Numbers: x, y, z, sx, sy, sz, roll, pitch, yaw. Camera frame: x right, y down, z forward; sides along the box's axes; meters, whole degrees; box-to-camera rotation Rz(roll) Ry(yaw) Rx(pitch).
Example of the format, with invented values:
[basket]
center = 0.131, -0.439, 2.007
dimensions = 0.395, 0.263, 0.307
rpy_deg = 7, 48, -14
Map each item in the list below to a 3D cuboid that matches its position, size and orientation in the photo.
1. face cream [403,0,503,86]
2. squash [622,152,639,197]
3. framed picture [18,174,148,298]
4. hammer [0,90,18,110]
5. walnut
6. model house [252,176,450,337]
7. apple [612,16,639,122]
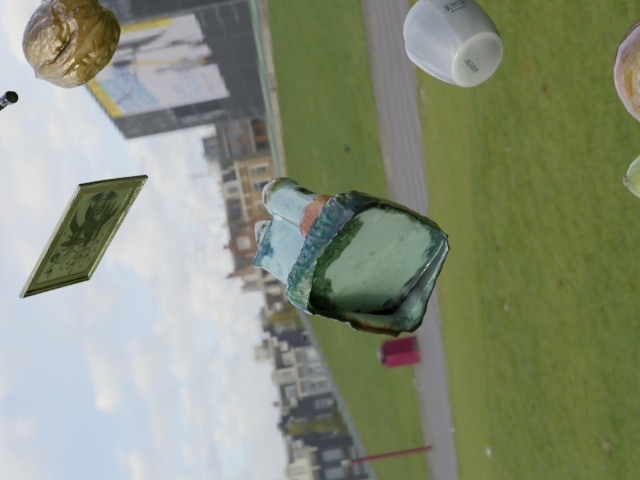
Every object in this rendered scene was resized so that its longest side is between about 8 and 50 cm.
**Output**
[face cream]
center = 0.140, -0.212, 1.025
dimensions = 0.095, 0.091, 0.091
rpy_deg = 52, 162, 42
[squash]
center = 0.619, -0.126, 1.683
dimensions = 0.123, 0.187, 0.123
rpy_deg = 58, -162, -31
[framed picture]
center = -0.379, -0.008, 1.564
dimensions = 0.010, 0.231, 0.173
rpy_deg = 41, -155, 16
[hammer]
center = -0.478, -0.122, 1.286
dimensions = 0.021, 0.078, 0.201
rpy_deg = 48, -124, -25
[walnut]
center = -0.454, -0.361, 1.758
dimensions = 0.155, 0.184, 0.155
rpy_deg = 42, -170, -9
[model house]
center = 0.000, 0.000, 1.409
dimensions = 0.253, 0.291, 0.184
rpy_deg = 14, -82, -47
[apple]
center = 0.502, -0.240, 1.327
dimensions = 0.174, 0.188, 0.188
rpy_deg = -35, -57, -43
